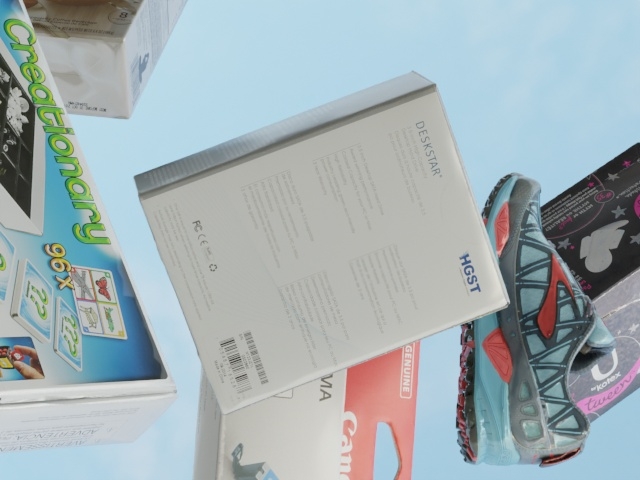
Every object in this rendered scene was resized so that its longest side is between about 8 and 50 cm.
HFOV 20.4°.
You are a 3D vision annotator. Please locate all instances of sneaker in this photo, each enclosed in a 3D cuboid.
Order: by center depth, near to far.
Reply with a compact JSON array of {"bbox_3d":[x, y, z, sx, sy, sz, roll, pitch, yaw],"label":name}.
[{"bbox_3d":[0.179,0.068,1.464,0.125,0.104,0.261,7,-116,-1],"label":"sneaker"}]

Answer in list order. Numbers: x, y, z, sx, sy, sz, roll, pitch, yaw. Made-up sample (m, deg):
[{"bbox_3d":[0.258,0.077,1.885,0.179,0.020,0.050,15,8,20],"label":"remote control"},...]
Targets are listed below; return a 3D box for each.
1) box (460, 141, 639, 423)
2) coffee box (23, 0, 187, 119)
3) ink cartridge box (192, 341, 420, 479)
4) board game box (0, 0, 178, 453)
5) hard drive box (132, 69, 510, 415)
[{"bbox_3d":[0.271,0.054,1.733,0.247,0.163,0.142,-33,-137,-12],"label":"box"},{"bbox_3d":[-0.228,-0.234,1.799,0.141,0.098,0.246,6,-141,8],"label":"coffee box"},{"bbox_3d":[0.000,0.220,1.792,0.066,0.261,0.296,-9,-105,60],"label":"ink cartridge box"},{"bbox_3d":[-0.204,-0.041,0.831,0.053,0.193,0.305,-47,-124,38],"label":"board game box"},{"bbox_3d":[0.000,0.000,1.328,0.232,0.181,0.089,-20,-166,-4],"label":"hard drive box"}]
